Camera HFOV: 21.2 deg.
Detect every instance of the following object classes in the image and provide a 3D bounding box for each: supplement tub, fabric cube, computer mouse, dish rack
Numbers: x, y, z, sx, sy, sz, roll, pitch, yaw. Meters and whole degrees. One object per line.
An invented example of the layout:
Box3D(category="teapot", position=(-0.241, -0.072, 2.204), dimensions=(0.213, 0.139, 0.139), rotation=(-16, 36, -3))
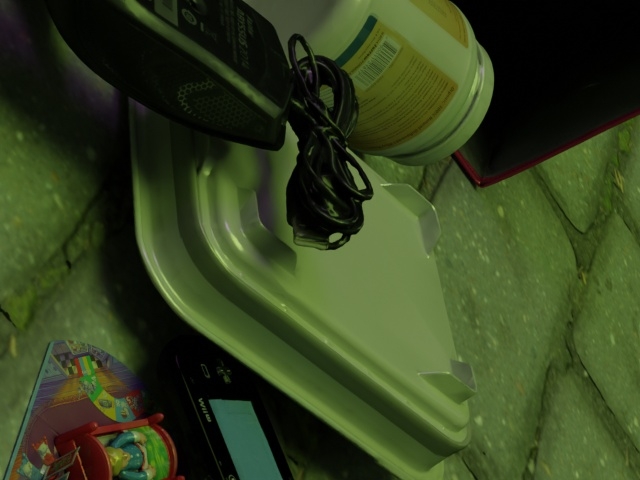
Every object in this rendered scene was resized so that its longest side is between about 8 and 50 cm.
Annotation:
Box3D(category="supplement tub", position=(0.034, -0.153, 1.352), dimensions=(0.200, 0.144, 0.144), rotation=(32, 42, -45))
Box3D(category="fabric cube", position=(0.206, -0.255, 1.605), dimensions=(0.259, 0.254, 0.258), rotation=(53, 31, -20))
Box3D(category="computer mouse", position=(-0.084, -0.111, 1.074), dimensions=(0.272, 0.072, 0.188), rotation=(39, 29, -27))
Box3D(category="dish rack", position=(0.000, 0.000, 1.214), dimensions=(0.333, 0.072, 0.285), rotation=(39, 30, -37))

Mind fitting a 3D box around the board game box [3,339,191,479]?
Box3D(category="board game box", position=(-0.115, 0.133, 0.996), dimensions=(0.133, 0.033, 0.168), rotation=(47, 33, -28))

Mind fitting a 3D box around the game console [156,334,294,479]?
Box3D(category="game console", position=(-0.016, 0.220, 1.026), dimensions=(0.361, 0.044, 0.213), rotation=(66, 9, 16))
